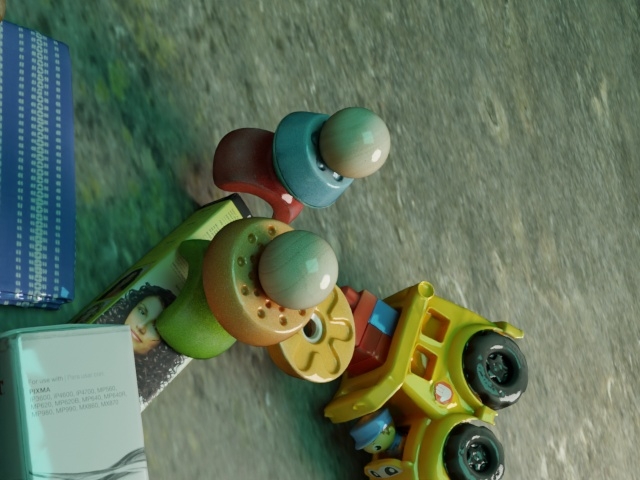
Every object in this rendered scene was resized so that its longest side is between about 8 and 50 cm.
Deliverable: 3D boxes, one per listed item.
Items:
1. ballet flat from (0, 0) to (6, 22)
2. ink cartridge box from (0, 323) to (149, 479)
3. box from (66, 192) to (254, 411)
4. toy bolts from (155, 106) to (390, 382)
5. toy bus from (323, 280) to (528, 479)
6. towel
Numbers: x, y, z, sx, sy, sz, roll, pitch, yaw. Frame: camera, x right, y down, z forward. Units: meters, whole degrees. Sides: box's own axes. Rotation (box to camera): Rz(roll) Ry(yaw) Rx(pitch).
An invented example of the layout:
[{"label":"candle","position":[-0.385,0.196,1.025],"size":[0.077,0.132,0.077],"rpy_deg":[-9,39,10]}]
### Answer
[{"label":"ballet flat","position":[-0.356,-0.272,0.626],"size":[0.342,0.116,0.124],"rpy_deg":[39,25,-22]},{"label":"ink cartridge box","position":[-0.192,0.174,0.619],"size":[0.092,0.158,0.218],"rpy_deg":[-3,80,-44]},{"label":"box","position":[-0.131,0.056,0.789],"size":[0.087,0.058,0.232],"rpy_deg":[57,45,-17]},{"label":"toy bolts","position":[0.000,0.000,0.779],"size":[0.218,0.158,0.229],"rpy_deg":[30,57,-36]},{"label":"toy bus","position":[0.078,0.150,0.920],"size":[0.211,0.149,0.220],"rpy_deg":[33,58,-18]},{"label":"towel","position":[-0.331,-0.077,0.654],"size":[0.336,0.040,0.243],"rpy_deg":[11,68,-44]}]
